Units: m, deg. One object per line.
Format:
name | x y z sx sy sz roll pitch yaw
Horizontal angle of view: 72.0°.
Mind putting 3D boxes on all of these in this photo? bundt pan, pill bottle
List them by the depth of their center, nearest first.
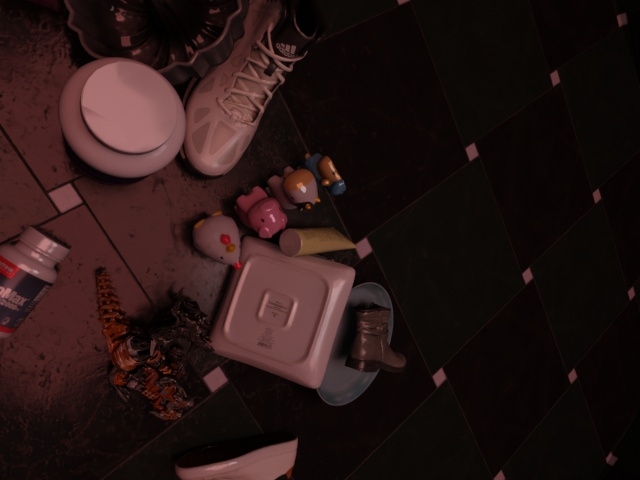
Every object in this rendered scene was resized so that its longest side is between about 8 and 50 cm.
pill bottle | -0.336 -0.190 0.744 0.181 0.323 0.182 -2 94 -29
pill bottle | -0.534 0.067 0.771 0.108 0.108 0.180 39 74 -25
bundt pan | -0.280 -0.433 0.808 0.330 0.124 0.331 0 84 5

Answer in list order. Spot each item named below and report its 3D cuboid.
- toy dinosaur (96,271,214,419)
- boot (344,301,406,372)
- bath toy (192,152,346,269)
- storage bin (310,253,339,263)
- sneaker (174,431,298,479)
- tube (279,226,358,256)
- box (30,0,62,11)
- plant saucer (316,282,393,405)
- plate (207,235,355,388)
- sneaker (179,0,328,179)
toy dinosaur | -0.336 0.212 0.876 0.218 0.164 0.322 -29 129 -8
boot | 0.159 0.244 1.113 0.246 0.083 0.161 19 81 -51
bath toy | -0.111 -0.063 0.970 0.348 0.151 0.129 -36 87 -20
storage bin | -0.044 0.113 1.062 0.122 0.084 0.180 21 82 -29
sneaker | -0.181 0.524 0.994 0.290 0.106 0.123 5 88 -31
tube | 0.000 0.000 1.023 0.240 0.062 0.070 -8 83 -58
box | -0.545 -0.549 0.724 0.243 0.117 0.214 12 87 -29
plant saucer | 0.079 0.255 1.114 0.317 0.043 0.318 -17 114 -44
plate | -0.093 0.152 0.969 0.277 0.045 0.278 17 84 9
sneaker | -0.140 -0.340 0.882 0.169 0.257 0.448 26 80 -28
